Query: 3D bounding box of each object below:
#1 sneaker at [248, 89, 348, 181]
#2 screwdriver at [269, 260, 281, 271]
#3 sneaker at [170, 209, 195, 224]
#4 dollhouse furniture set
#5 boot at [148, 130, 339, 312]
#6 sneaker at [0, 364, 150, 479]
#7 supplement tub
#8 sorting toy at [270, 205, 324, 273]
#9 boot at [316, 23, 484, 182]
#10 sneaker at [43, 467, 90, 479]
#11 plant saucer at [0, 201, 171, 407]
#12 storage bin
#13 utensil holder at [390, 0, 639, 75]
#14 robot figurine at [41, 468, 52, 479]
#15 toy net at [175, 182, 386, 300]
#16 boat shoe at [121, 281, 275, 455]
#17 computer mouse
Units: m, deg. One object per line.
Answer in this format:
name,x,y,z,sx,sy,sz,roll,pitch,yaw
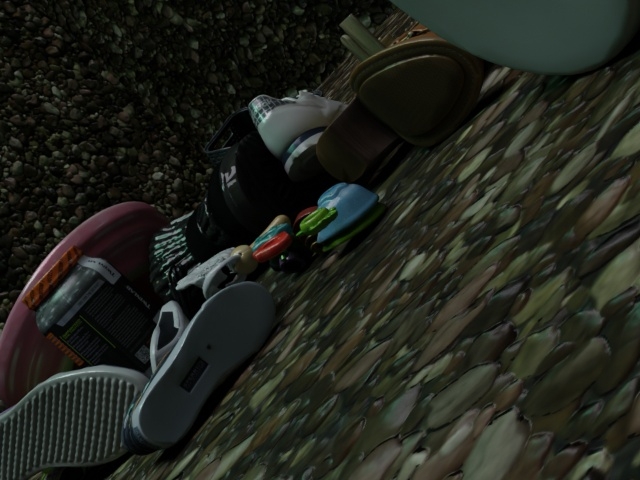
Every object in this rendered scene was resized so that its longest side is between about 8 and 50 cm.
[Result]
sneaker,0.007,-0.133,1.389,0.090,0.095,0.235,-50,-17,21
screwdriver,0.000,0.000,1.243,0.170,0.025,0.024,-25,21,48
sneaker,-0.166,-0.002,1.890,0.152,0.114,0.305,-35,9,-15
dollhouse furniture set,0.118,-0.366,2.025,0.151,0.123,0.144,-49,8,-15
boot,-0.114,-0.008,1.435,0.260,0.131,0.348,-39,1,17
sneaker,-0.258,0.185,1.317,0.282,0.102,0.161,-21,2,31
supplement tub,-0.255,0.101,1.433,0.117,0.190,0.117,-45,8,8
sorting toy,-0.020,0.007,1.198,0.102,0.061,0.042,-49,38,42
boot,0.123,-0.180,1.216,0.220,0.109,0.283,-47,-1,-28
sneaker,-0.296,0.274,1.377,0.083,0.032,0.037,-45,8,18
plant saucer,-0.294,0.108,1.623,0.332,0.084,0.332,-48,-22,-26
storage bin,-0.069,-0.147,1.819,0.180,0.084,0.122,-10,34,35
utensil holder,0.199,-0.356,0.854,0.385,0.327,0.327,-52,9,-14
robot figurine,-0.306,0.242,1.462,0.115,0.067,0.101,-43,38,21
toy net,-0.049,0.017,1.121,0.232,0.045,0.122,-29,13,32
boat shoe,-0.116,0.114,1.085,0.183,0.065,0.083,-51,8,-29
computer mouse,-0.152,0.105,1.323,0.042,0.106,0.193,-8,25,4
